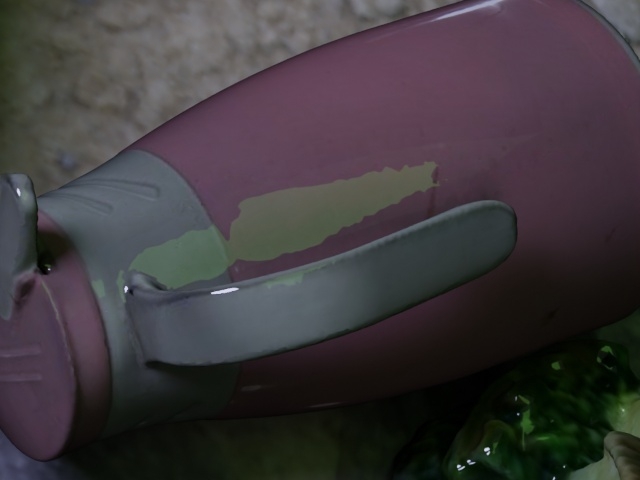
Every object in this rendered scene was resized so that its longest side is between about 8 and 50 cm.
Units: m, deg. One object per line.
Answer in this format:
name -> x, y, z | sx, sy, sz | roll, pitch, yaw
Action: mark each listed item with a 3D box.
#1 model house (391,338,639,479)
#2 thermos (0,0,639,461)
model house -> 0.150, 0.111, 0.670 | 0.195, 0.189, 0.214 | 29, 55, -15
thermos -> 0.000, 0.000, 0.664 | 0.265, 0.176, 0.146 | -19, 100, -34
